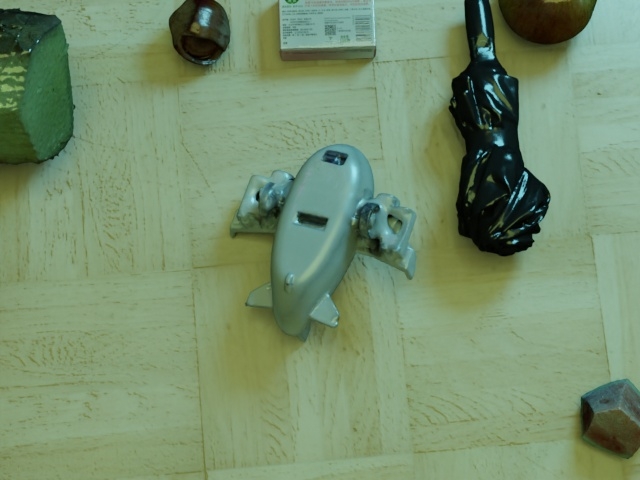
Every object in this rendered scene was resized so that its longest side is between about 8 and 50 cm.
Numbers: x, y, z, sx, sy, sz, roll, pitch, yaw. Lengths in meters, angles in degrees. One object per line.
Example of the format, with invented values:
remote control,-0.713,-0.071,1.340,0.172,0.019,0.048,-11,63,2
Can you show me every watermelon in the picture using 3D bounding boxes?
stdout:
watermelon,0.359,0.206,1.731,0.084,0.072,0.092,26,73,-12

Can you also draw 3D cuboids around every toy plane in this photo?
toy plane,0.000,0.000,1.758,0.244,0.117,0.245,-6,67,15

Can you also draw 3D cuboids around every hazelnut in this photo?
hazelnut,-0.151,-0.266,1.838,0.086,0.086,0.086,0,77,0

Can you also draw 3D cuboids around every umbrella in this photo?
umbrella,0.211,-0.147,1.799,0.118,0.118,0.340,-2,73,-1

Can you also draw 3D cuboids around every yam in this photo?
yam,-0.440,-0.195,1.755,0.271,0.202,0.201,6,50,6

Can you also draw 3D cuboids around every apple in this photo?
apple,0.286,-0.310,1.835,0.126,0.102,0.126,0,76,0

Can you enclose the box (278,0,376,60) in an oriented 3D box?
box,0.008,-0.278,1.855,0.125,0.043,0.089,-1,77,0
